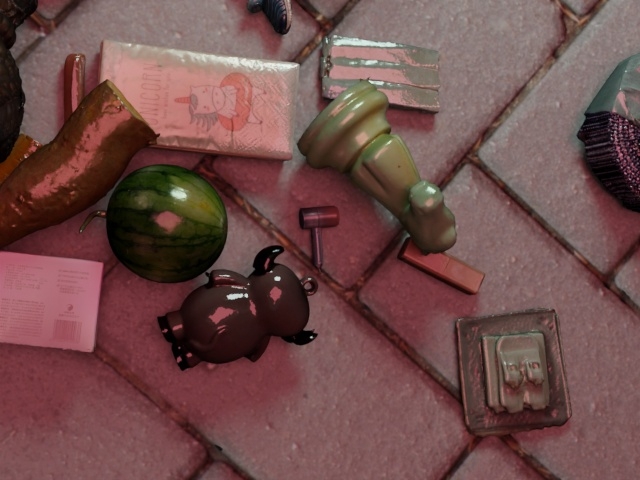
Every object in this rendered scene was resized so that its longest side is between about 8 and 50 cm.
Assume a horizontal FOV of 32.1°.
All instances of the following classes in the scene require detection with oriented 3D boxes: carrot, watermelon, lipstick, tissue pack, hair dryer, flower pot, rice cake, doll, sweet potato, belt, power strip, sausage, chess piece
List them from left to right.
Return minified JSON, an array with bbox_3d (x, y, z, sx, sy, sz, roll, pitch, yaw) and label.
[{"bbox_3d":[-0.557,-0.282,1.674,0.267,0.266,0.267,18,72,-10],"label":"flower pot"},{"bbox_3d":[-0.497,-0.078,1.746,0.087,0.087,0.193,43,76,-6],"label":"carrot"},{"bbox_3d":[-0.467,0.090,1.732,0.246,0.092,0.148,8,84,-11],"label":"tissue pack"},{"bbox_3d":[-0.399,-0.086,1.696,0.131,0.131,0.336,44,85,-6],"label":"sweet potato"},{"bbox_3d":[-0.399,-0.232,1.804,0.030,0.035,0.147,-3,84,20],"label":"sausage"},{"bbox_3d":[-0.253,-0.028,1.743,0.215,0.188,0.188,8,84,8],"label":"watermelon"},{"bbox_3d":[-0.204,-0.227,1.824,0.326,0.071,0.170,6,88,-11],"label":"tissue pack"},{"bbox_3d":[-0.124,0.119,1.789,0.257,0.117,0.182,-27,112,-9],"label":"doll"},{"bbox_3d":[0.000,0.000,1.872,0.063,0.037,0.114,-4,94,-13],"label":"hair dryer"},{"bbox_3d":[0.102,-0.284,1.911,0.211,0.038,0.124,1,86,-12],"label":"rice cake"},{"bbox_3d":[0.115,-0.102,1.807,0.176,0.176,0.298,-41,83,-12],"label":"chess piece"},{"bbox_3d":[0.207,0.043,1.903,0.145,0.045,0.045,27,79,-9],"label":"lipstick"},{"bbox_3d":[0.337,0.226,1.907,0.198,0.064,0.213,-7,86,-14],"label":"power strip"},{"bbox_3d":[0.615,-0.211,1.973,0.260,0.122,0.324,37,78,-11],"label":"belt"}]

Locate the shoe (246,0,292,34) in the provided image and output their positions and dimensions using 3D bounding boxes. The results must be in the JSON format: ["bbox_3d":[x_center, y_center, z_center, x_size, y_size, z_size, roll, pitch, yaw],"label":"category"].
[{"bbox_3d":[-0.095,-0.408,1.866,0.071,0.064,0.143,-28,89,-14],"label":"shoe"}]
